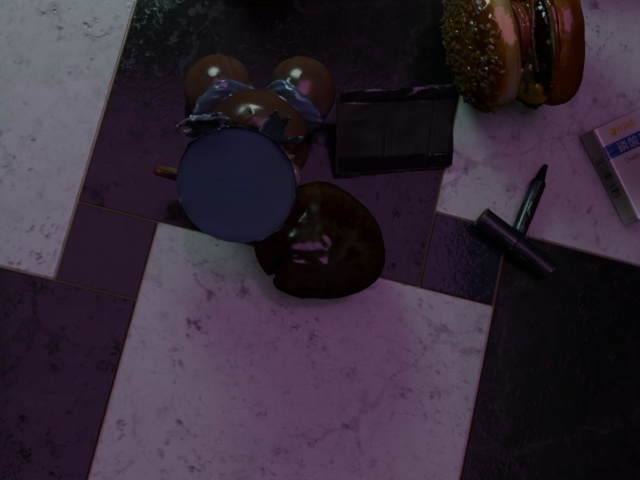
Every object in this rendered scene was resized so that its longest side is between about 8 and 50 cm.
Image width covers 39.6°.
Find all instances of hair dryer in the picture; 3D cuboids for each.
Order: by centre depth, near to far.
[{"bbox_3d":[0.415,-0.048,1.712,0.173,0.050,0.195,39,75,-3],"label":"hair dryer"}]

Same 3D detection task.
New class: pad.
[{"bbox_3d":[0.140,-0.207,1.662,0.233,0.022,0.174,-7,118,-10],"label":"pad"}]

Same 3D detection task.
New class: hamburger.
[{"bbox_3d":[0.345,-0.373,1.640,0.225,0.291,0.291,-11,82,-4],"label":"hamburger"}]

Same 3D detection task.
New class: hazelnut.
[{"bbox_3d":[0.000,0.000,1.557,0.234,0.218,0.218,2,81,-9],"label":"hazelnut"}]

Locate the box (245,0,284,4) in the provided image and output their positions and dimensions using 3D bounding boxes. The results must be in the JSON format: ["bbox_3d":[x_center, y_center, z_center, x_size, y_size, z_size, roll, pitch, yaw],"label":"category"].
[{"bbox_3d":[-0.099,-0.622,1.646,0.301,0.216,0.301,1,79,-7],"label":"box"}]

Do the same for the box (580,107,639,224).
[{"bbox_3d":[0.712,-0.191,1.761,0.343,0.065,0.200,-24,84,-11],"label":"box"}]

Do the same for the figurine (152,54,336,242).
[{"bbox_3d":[-0.125,-0.176,1.510,0.277,0.388,0.248,5,109,3],"label":"figurine"}]
